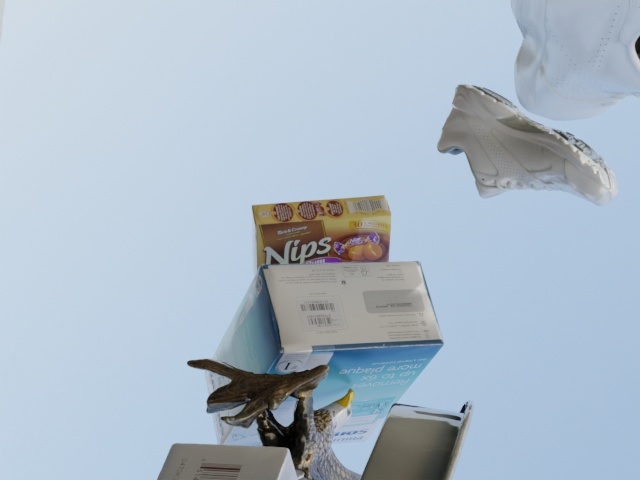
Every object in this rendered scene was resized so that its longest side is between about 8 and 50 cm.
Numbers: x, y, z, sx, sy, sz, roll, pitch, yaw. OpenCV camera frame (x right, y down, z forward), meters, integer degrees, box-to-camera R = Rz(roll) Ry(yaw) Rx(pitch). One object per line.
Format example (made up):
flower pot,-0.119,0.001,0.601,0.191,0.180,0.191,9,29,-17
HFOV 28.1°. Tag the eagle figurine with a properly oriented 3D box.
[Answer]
eagle figurine,-0.011,0.271,1.517,0.225,0.298,0.226,-26,-150,-12

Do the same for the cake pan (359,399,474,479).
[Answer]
cake pan,0.027,0.235,0.859,0.293,0.054,0.293,22,90,-84

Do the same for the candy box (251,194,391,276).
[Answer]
candy box,0.000,0.000,1.750,0.187,0.109,0.053,-5,-142,-9

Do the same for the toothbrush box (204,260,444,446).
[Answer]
toothbrush box,-0.005,0.153,1.633,0.295,0.216,0.126,122,-39,-52

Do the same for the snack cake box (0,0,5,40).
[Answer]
snack cake box,-0.408,-0.287,1.352,0.264,0.089,0.152,18,-77,59

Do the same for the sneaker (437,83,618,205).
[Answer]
sneaker,0.240,-0.089,1.507,0.232,0.090,0.115,34,-73,26

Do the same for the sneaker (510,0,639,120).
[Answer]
sneaker,0.156,-0.097,0.666,0.094,0.212,0.080,31,-92,19

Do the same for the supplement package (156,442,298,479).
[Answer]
supplement package,-0.068,0.262,1.022,0.105,0.179,0.105,-1,-144,18
